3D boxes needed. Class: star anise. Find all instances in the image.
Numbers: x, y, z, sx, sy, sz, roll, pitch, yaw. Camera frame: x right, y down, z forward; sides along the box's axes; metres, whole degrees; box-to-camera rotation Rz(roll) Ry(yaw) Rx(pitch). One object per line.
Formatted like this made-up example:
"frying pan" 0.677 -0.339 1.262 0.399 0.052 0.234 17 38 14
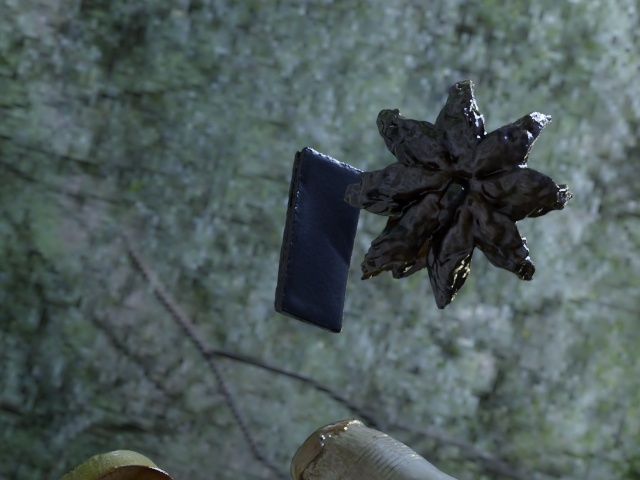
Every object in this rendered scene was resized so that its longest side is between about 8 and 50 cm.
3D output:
"star anise" 0.143 -0.046 1.669 0.109 0.223 0.236 -44 159 -86

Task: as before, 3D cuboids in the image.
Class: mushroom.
"mushroom" 0.125 0.278 1.673 0.123 0.351 0.095 -46 140 -34

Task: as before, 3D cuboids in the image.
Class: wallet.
"wallet" 0.000 0.000 2.267 0.124 0.025 0.244 21 69 -36

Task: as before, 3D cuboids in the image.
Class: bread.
"bread" -0.221 0.295 1.788 0.156 0.086 0.125 34 93 -37

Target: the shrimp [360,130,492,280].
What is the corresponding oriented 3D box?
"shrimp" 0.158 -0.047 2.269 0.294 0.154 0.062 -42 152 -14
